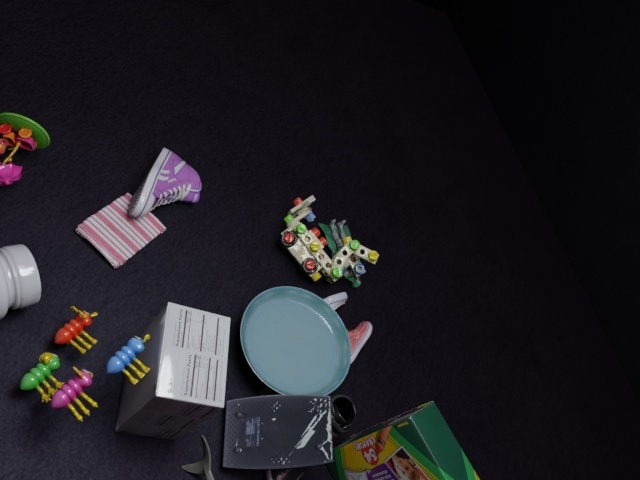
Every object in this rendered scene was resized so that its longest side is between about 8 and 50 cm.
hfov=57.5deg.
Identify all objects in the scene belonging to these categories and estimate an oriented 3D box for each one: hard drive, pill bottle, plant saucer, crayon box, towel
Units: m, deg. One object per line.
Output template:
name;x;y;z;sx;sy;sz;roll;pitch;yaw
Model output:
hard drive;-0.099;0.456;1.384;0.254;0.054;0.172;-3;56;2
pill bottle;-0.722;0.100;1.152;0.283;0.160;0.160;-17;72;-44
plant saucer;-0.067;0.271;1.541;0.317;0.044;0.318;16;50;-21
crayon box;0.204;0.591;1.388;0.106;0.363;0.313;-17;72;-43
towel;-0.510;-0.029;1.506;0.144;0.029;0.197;45;41;-4

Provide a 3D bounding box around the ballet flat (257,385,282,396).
ballet flat;-0.082;0.403;1.521;0.173;0.049;0.058;9;57;-34

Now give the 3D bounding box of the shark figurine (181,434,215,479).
shark figurine;-0.248;0.552;1.189;0.166;0.116;0.278;24;38;3

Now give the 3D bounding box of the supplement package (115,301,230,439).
supplement package;-0.320;0.289;1.260;0.145;0.262;0.204;19;50;-28

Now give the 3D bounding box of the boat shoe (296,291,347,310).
boat shoe;-0.008;0.217;1.699;0.226;0.083;0.076;-18;84;-31

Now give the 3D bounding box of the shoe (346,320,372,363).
shoe;0.087;0.284;1.725;0.081;0.063;0.178;47;48;-9

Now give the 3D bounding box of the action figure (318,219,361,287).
action figure;0.084;0.045;1.896;0.137;0.063;0.232;-1;66;-42

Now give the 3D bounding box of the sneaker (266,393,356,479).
sneaker;-0.018;0.484;1.446;0.105;0.147;0.296;49;45;-2

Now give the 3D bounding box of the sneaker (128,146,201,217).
sneaker;-0.406;-0.135;1.589;0.161;0.102;0.282;36;37;-19

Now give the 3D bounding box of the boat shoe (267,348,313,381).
boat shoe;-0.073;0.350;1.554;0.184;0.063;0.066;22;50;-17

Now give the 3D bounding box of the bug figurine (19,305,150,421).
bug figurine;-0.486;0.241;1.183;0.216;0.278;0.072;-50;137;-32

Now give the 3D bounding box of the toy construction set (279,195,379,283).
toy construction set;0.000;0.000;1.784;0.215;0.151;0.328;-38;73;-15

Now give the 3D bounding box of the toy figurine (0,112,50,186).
toy figurine;-0.760;-0.206;1.385;0.173;0.130;0.159;13;61;-4
